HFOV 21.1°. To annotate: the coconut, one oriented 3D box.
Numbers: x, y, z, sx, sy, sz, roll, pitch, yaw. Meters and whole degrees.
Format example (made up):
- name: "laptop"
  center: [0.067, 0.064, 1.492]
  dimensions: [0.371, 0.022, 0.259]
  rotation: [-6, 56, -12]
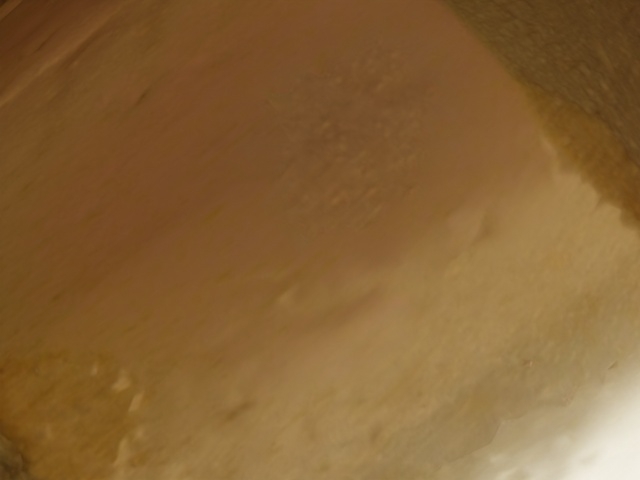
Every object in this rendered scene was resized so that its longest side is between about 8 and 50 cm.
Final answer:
- name: "coconut"
  center: [0.000, 0.000, 0.499]
  dimensions: [0.244, 0.239, 0.239]
  rotation: [-38, 123, -1]
